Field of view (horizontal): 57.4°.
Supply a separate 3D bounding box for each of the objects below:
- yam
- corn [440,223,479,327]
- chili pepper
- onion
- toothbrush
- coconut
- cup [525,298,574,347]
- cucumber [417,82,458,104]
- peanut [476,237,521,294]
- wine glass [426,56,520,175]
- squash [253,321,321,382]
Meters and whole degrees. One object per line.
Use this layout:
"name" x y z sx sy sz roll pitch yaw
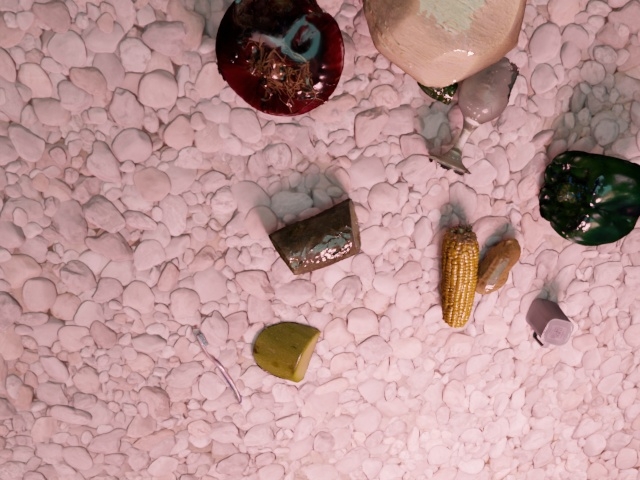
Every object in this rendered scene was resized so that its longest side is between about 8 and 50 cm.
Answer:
"yam" 0.000 0.000 1.581 0.254 0.154 0.154 -22 112 -4
"corn" 0.402 0.105 1.696 0.115 0.115 0.318 -7 112 -7
"chili pepper" 0.760 -0.125 1.619 0.256 0.233 0.249 8 124 -20
"onion" -0.094 -0.445 1.370 0.313 0.232 0.314 6 128 7
"toothbrush" -0.296 0.381 1.735 0.027 0.021 0.269 -24 112 6
"coconut" 0.294 -0.527 1.335 0.360 0.346 0.346 34 102 -12
"cup" 0.694 0.264 1.795 0.095 0.129 0.128 16 110 -7
"cucumber" 0.307 -0.406 1.540 0.107 0.035 0.067 20 107 -13
"peanut" 0.522 0.079 1.721 0.093 0.083 0.194 35 102 -5
"wine glass" 0.398 -0.329 1.527 0.143 0.143 0.321 20 106 -15
"squash" -0.104 0.339 1.716 0.184 0.085 0.192 14 105 -14
